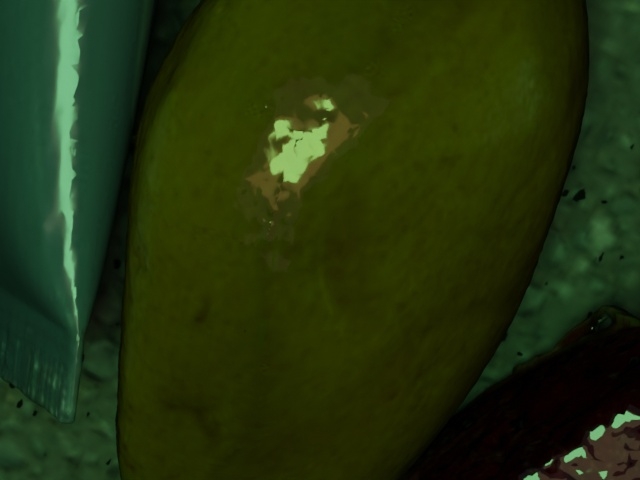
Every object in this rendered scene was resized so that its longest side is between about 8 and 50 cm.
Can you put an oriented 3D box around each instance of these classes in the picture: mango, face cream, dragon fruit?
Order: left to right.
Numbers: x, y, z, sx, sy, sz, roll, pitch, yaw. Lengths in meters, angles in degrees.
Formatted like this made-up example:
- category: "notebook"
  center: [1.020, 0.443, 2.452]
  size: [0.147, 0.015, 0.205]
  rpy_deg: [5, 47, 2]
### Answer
- category: "face cream"
  center: [-0.074, -0.150, 0.520]
  size: [0.086, 0.135, 0.385]
  rpy_deg: [3, 102, -35]
- category: "mango"
  center: [0.000, 0.000, 0.525]
  size: [0.109, 0.147, 0.227]
  rpy_deg: [32, 103, 32]
- category: "dragon fruit"
  center: [0.095, 0.111, 0.541]
  size: [0.127, 0.120, 0.161]
  rpy_deg: [-27, 94, 10]
